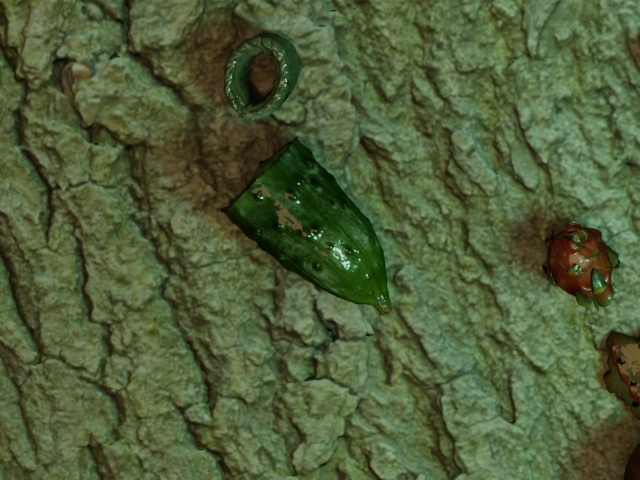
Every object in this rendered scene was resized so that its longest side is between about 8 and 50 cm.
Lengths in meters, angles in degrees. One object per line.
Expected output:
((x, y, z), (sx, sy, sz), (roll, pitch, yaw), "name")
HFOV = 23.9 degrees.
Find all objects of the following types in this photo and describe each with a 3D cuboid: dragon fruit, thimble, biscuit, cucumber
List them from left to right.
((-0.073, -0.199, 1.857), (0.084, 0.062, 0.110), (16, 108, 9), "thimble")
((0.002, -0.002, 1.859), (0.134, 0.134, 0.244), (-42, 94, 20), "cucumber")
((0.315, 0.032, 1.805), (0.116, 0.086, 0.081), (39, 155, -32), "dragon fruit")
((0.408, 0.155, 1.840), (0.130, 0.019, 0.119), (-23, 97, 19), "biscuit")

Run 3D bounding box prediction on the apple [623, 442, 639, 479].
((0.439, 0.297, 1.815), (0.153, 0.120, 0.153), (3, 99, 18), "apple")
